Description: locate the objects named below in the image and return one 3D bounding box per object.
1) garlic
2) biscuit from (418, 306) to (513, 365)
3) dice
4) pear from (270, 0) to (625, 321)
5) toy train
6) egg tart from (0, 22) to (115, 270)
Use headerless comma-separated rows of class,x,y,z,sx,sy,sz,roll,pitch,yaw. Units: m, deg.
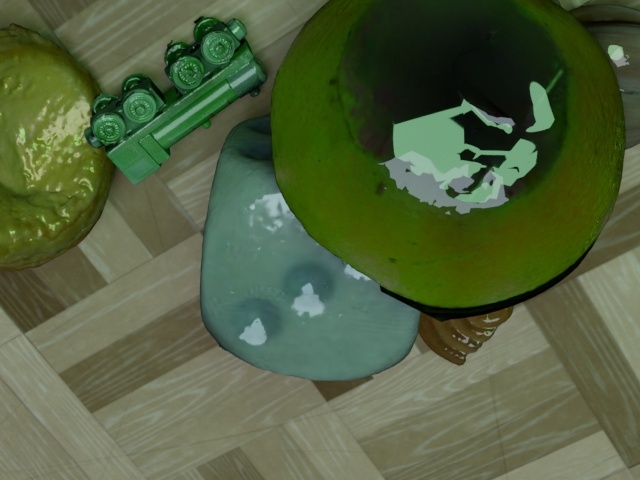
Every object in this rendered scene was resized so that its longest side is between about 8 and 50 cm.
garlic,0.334,-0.175,1.202,0.191,0.160,0.214,17,112,3
biscuit,0.206,0.069,1.397,0.144,0.033,0.224,32,113,-10
dice,0.000,0.000,1.255,0.268,0.264,0.262,9,115,2
pear,0.141,-0.123,1.015,0.399,0.165,0.399,0,84,-1
toy train,-0.184,-0.181,1.280,0.251,0.085,0.119,-33,124,8
egg tart,-0.407,-0.117,1.274,0.120,0.315,0.315,7,123,45
